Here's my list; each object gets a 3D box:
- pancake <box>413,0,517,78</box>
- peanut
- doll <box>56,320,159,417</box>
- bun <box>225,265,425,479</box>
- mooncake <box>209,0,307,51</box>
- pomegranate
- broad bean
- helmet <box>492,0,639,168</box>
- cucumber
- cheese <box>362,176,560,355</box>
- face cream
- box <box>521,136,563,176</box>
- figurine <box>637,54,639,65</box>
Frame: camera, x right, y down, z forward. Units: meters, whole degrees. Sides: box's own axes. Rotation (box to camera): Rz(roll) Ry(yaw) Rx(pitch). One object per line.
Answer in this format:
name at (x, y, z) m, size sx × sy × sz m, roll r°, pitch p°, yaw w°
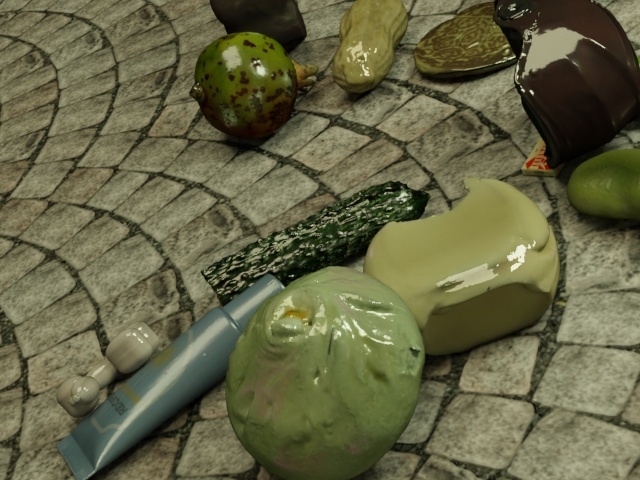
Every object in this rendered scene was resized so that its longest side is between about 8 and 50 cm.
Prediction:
pancake at (0.280, -0.362, 2.160) m, size 0.250 × 0.031 × 0.250 m, roll -15°, pitch 35°, yaw 11°
peanut at (0.084, -0.363, 2.207) m, size 0.123 × 0.123 × 0.257 m, roll -2°, pitch 44°, yaw 27°
doll at (-0.306, 0.187, 1.714) m, size 0.160 × 0.059 × 0.161 m, roll -42°, pitch 3°, yaw 1°
bun at (-0.016, 0.153, 1.475) m, size 0.283 × 0.179 × 0.283 m, roll -24°, pitch 50°, yaw 31°
mooncake at (-0.144, -0.489, 2.363) m, size 0.154 × 0.306 × 0.306 m, roll -29°, pitch 35°, yaw 3°
pomegranate at (-0.122, -0.280, 2.173) m, size 0.198 × 0.198 × 0.246 m, roll -3°, pitch 4°, yaw 26°
broad bean at (0.430, -0.079, 1.661) m, size 0.174 × 0.082 × 0.124 m, roll 19°, pitch 55°, yaw 42°
helmet at (0.370, -0.262, 1.765) m, size 0.177 × 0.225 × 0.305 m, roll -20°, pitch 50°, yaw 16°
cucumber at (0.000, 0.000, 1.794) m, size 0.359 × 0.096 × 0.096 m, roll -29°, pitch 35°, yaw -5°
cheese at (0.187, 0.035, 1.612) m, size 0.266 × 0.127 × 0.233 m, roll -20°, pitch 36°, yaw 3°
face cream at (-0.199, 0.188, 1.674) m, size 0.385 × 0.086 × 0.135 m, roll -38°, pitch 27°, yaw -12°
box at (0.351, -0.132, 1.833) m, size 0.058 × 0.015 × 0.093 m, roll 5°, pitch 44°, yaw 36°
figurine at (0.558, -0.253, 1.780) m, size 0.263 × 0.143 × 0.162 m, roll -14°, pitch 35°, yaw 43°
